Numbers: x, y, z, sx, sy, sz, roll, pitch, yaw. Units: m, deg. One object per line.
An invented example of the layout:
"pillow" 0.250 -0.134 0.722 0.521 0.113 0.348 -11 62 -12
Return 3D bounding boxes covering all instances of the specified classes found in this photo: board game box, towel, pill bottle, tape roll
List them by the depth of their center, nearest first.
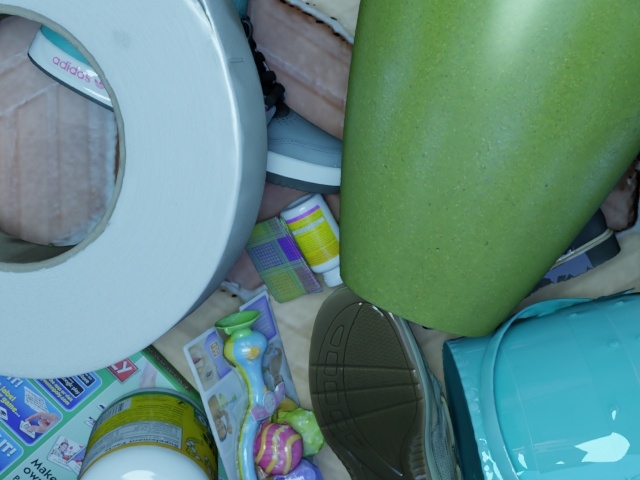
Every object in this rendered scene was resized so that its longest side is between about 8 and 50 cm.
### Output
"tape roll" -0.233 -0.083 0.818 0.392 0.072 0.391 3 103 14
"pill bottle" -0.141 0.207 0.845 0.118 0.208 0.117 -1 101 -6
"pill bottle" 0.000 0.000 0.949 0.043 0.043 0.083 -29 102 0
"towel" -0.037 0.019 0.951 0.060 0.009 0.083 -19 107 41
"board game box" -0.220 0.189 0.964 0.213 0.046 0.317 -41 102 2

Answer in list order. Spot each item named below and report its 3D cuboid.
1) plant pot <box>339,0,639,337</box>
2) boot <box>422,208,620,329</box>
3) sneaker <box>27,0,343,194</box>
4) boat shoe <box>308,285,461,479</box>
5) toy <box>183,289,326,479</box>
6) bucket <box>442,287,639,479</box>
"plant pot" 0.127 -0.083 0.836 0.275 0.275 0.293 18 102 -9
"boot" 0.160 -0.011 0.959 0.198 0.077 0.137 -25 94 -7
"sneaker" -0.077 -0.170 0.873 0.296 0.124 0.178 25 107 -9
"boat shoe" 0.070 0.167 0.956 0.109 0.098 0.302 -9 111 24
"toy" -0.034 0.175 0.933 0.056 0.137 0.237 -13 102 33
"bucket" 0.219 0.187 0.902 0.183 0.281 0.281 -11 102 1
